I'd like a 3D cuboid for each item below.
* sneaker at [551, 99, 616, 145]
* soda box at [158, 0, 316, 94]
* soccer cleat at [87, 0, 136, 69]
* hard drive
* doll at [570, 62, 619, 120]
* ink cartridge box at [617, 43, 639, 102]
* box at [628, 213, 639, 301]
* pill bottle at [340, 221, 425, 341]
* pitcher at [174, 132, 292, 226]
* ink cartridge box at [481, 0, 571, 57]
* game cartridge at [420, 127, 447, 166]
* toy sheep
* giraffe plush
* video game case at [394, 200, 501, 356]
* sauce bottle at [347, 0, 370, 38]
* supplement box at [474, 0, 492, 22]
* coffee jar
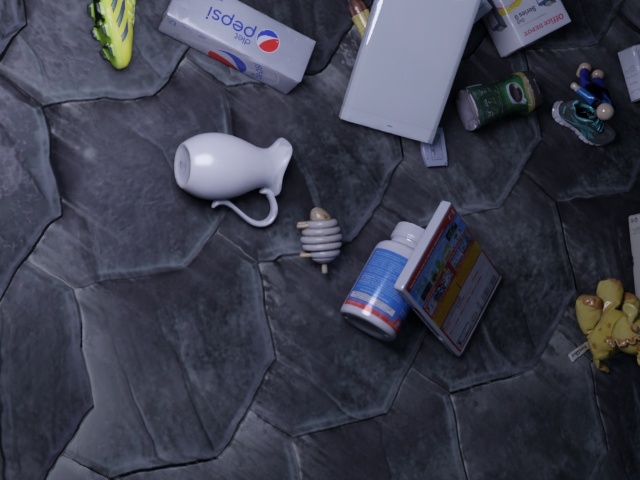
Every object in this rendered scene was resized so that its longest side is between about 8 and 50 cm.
[{"bbox_3d":[0.603,-0.266,2.015,0.166,0.076,0.065,24,77,-16],"label":"sneaker"},{"bbox_3d":[-0.161,-0.396,1.739,0.286,0.091,0.098,24,75,-16],"label":"soda box"},{"bbox_3d":[-0.375,-0.465,1.670,0.121,0.093,0.289,-10,88,-28],"label":"soccer cleat"},{"bbox_3d":[0.178,-0.367,1.805,0.203,0.040,0.307,14,108,-12],"label":"hard drive"},{"bbox_3d":[0.609,-0.323,1.986,0.129,0.046,0.189,23,37,-17],"label":"doll"},{"bbox_3d":[0.858,-0.363,2.131,0.275,0.060,0.238,-15,90,-22],"label":"ink cartridge box"},{"bbox_3d":[0.779,0.072,2.029,0.113,0.094,0.275,0,84,-20],"label":"box"},{"bbox_3d":[0.142,0.077,1.776,0.124,0.124,0.221,34,74,-13],"label":"pill bottle"},{"bbox_3d":[-0.166,-0.113,1.697,0.207,0.125,0.177,-1,99,-31],"label":"pitcher"},{"bbox_3d":[0.429,-0.533,1.975,0.154,0.093,0.212,-29,96,-22],"label":"ink cartridge box"},{"bbox_3d":[0.239,-0.198,1.904,0.056,0.017,0.083,-5,85,-24],"label":"game cartridge"},{"bbox_3d":[0.000,0.000,1.757,0.091,0.091,0.132,-9,100,-21],"label":"toy sheep"},{"bbox_3d":[0.651,0.187,1.926,0.181,0.170,0.210,44,71,-10],"label":"giraffe plush"},{"bbox_3d":[0.262,0.082,1.795,0.204,0.025,0.285,-59,136,-17],"label":"video game case"},{"bbox_3d":[0.084,-0.469,1.866,0.042,0.042,0.128,-26,93,-21],"label":"sauce bottle"},{"bbox_3d":[0.238,-0.530,1.893,0.114,0.111,0.220,-44,99,-19],"label":"supplement box"},{"bbox_3d":[0.389,-0.303,1.938,0.184,0.079,0.096,-18,87,-20],"label":"coffee jar"}]
